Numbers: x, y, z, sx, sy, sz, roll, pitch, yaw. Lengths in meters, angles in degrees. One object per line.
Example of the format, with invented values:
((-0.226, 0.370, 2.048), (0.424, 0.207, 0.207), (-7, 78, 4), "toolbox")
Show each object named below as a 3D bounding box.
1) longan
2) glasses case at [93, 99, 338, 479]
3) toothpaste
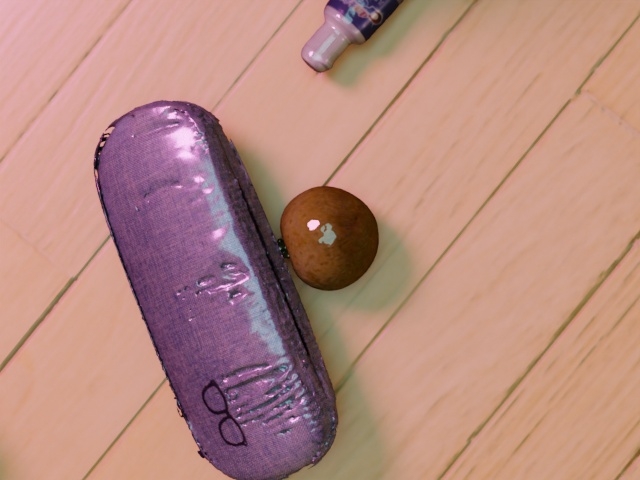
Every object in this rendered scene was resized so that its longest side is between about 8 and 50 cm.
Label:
((0.000, 0.000, 0.956), (0.083, 0.075, 0.075), (-19, 88, 21), "longan")
((-0.075, 0.036, 0.949), (0.109, 0.067, 0.282), (-23, 89, 27), "glasses case")
((0.061, -0.208, 0.971), (0.062, 0.037, 0.216), (41, 86, 5), "toothpaste")
